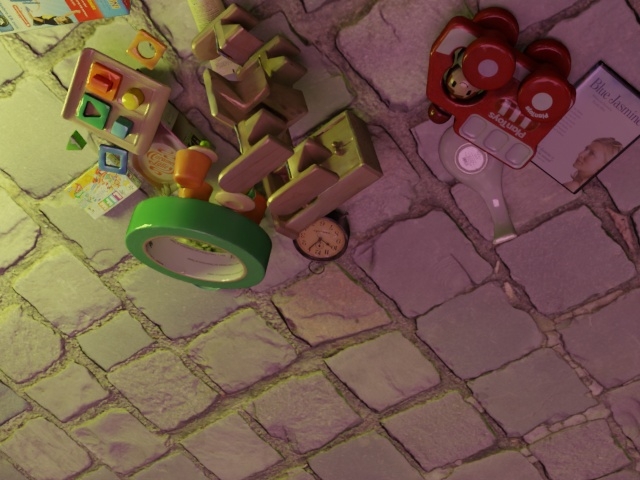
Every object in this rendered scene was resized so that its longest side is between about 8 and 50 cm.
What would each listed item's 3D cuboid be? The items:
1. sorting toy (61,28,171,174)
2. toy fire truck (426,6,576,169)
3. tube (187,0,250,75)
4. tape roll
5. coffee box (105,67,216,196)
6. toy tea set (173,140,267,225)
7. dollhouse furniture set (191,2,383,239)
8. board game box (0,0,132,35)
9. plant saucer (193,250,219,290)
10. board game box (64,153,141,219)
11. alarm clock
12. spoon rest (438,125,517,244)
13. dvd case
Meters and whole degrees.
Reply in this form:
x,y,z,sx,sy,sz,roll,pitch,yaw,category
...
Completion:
x,y,z,sx,sy,sz,roll,pitch,yaw,category
-0.426,-0.280,1.858,0.196,0.047,0.347,24,123,-7,sorting toy
0.341,-0.293,1.777,0.302,0.169,0.254,28,130,-9,toy fire truck
-0.219,-0.444,1.833,0.070,0.062,0.240,22,144,47,tube
-0.272,0.011,2.014,0.322,0.077,0.321,11,157,5,tape roll
-0.369,-0.233,1.970,0.141,0.098,0.246,-33,113,26,coffee box
-0.217,-0.120,1.954,0.200,0.124,0.336,12,159,2,toy tea set
-0.104,-0.194,1.812,0.256,0.362,0.394,-35,142,26,dollhouse furniture set
-0.559,-0.547,1.723,0.302,0.086,0.308,-6,149,12,board game box
-0.276,0.070,2.207,0.120,0.021,0.119,4,125,6,plant saucer
-0.510,-0.126,2.109,0.154,0.026,0.103,-32,114,26,board game box
0.000,0.000,2.089,0.130,0.064,0.192,11,123,2,alarm clock
0.350,-0.131,1.947,0.137,0.084,0.276,-19,105,19,spoon rest
0.554,-0.228,1.870,0.180,0.022,0.253,35,122,-14,dvd case
